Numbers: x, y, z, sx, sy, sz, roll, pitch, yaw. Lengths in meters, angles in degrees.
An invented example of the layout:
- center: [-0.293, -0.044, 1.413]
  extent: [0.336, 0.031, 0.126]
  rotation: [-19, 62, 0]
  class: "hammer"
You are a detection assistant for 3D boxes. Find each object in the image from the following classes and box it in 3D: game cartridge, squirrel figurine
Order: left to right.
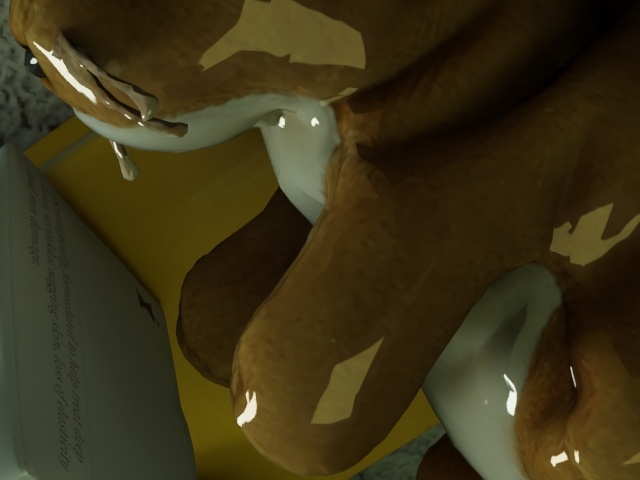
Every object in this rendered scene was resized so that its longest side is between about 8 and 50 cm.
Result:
- center: [0.000, 0.000, 0.811]
  extent: [0.324, 0.052, 0.285]
  rotation: [-34, 123, 13]
  class: "game cartridge"
- center: [0.086, -0.084, 0.605]
  extent: [0.397, 0.281, 0.370]
  rotation: [-42, 96, 2]
  class: "squirrel figurine"

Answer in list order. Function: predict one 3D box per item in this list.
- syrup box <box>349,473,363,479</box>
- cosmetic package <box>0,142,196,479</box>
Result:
- center: [0.024, 0.250, 0.989]
  extent: [0.096, 0.093, 0.237]
  rotation: [-25, 128, 8]
  class: "syrup box"
- center: [-0.256, 0.147, 0.702]
  extent: [0.385, 0.217, 0.156]
  rotation: [-30, 131, 10]
  class: "cosmetic package"
